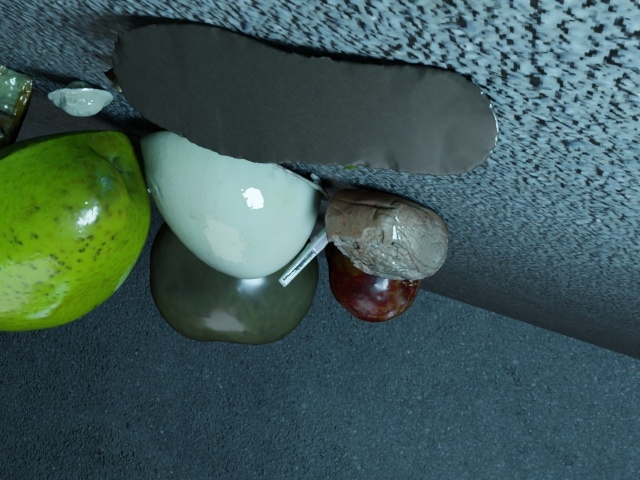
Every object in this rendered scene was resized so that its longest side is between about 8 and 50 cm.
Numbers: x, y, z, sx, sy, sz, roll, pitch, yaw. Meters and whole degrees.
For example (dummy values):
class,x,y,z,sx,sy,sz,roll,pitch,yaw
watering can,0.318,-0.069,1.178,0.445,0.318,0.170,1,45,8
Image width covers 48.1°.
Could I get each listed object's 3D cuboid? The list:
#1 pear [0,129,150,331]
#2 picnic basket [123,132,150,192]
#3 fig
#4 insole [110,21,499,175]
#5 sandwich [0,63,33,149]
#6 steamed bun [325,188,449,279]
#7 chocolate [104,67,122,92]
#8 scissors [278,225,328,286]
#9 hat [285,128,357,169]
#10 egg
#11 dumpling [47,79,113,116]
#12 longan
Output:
class,x,y,z,sx,sy,sz,roll,pitch,yaw
pear,-0.364,-0.019,1.015,0.342,0.238,0.318,-23,176,-46
picnic basket,-0.301,-0.128,1.297,0.164,0.079,0.115,22,176,-28
fig,0.071,0.046,1.240,0.207,0.175,0.175,16,175,30
insole,-0.029,-0.102,0.533,0.328,0.007,0.111,13,131,26
sandwich,-0.508,-0.211,1.046,0.155,0.227,0.198,23,139,-23
steamed bun,0.096,-0.004,0.984,0.145,0.106,0.175,15,172,39
chocolate,-0.173,-0.156,0.746,0.101,0.031,0.064,27,-171,-37
scissors,0.000,0.000,1.071,0.022,0.176,0.085,47,167,-18
hat,0.010,-0.094,0.578,0.076,0.059,0.077,21,-178,38
egg,-0.147,-0.048,1.054,0.286,0.174,0.264,23,171,-11
dumpling,-0.301,-0.182,0.909,0.077,0.043,0.059,26,150,-35
longan,-0.183,0.068,1.523,0.361,0.361,0.361,19,176,2
